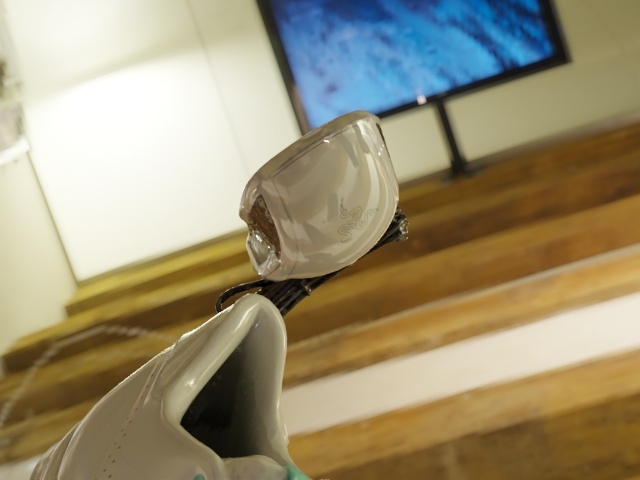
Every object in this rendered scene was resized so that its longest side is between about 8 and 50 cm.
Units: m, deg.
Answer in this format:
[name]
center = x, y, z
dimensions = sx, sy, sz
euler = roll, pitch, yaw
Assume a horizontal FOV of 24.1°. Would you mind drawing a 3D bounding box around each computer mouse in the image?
[computer mouse]
center = 0.000, 0.000, 0.657
dimensions = 0.106, 0.042, 0.193
euler = -31, 169, -9

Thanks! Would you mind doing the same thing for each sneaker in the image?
[sneaker]
center = -0.027, 0.093, 0.328
dimensions = 0.094, 0.080, 0.212
euler = -50, -150, 26
